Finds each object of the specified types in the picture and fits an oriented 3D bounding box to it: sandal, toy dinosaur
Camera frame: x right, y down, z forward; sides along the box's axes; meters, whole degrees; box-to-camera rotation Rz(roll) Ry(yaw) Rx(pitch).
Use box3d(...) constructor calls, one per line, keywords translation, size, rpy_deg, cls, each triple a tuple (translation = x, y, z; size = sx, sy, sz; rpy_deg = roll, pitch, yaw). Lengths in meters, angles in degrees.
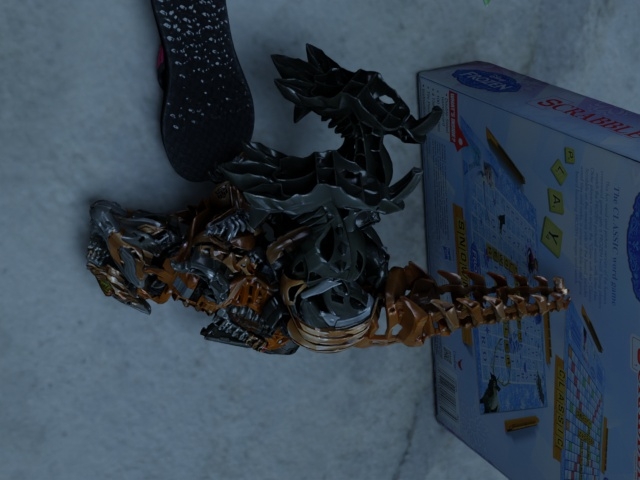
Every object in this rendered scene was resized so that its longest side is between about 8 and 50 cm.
box3d(translation=(-0.086, -0.125, 0.914), size=(0.067, 0.040, 0.179), rpy_deg=(-11, 122, -11), cls="sandal")
box3d(translation=(0.000, 0.000, 0.902), size=(0.322, 0.164, 0.218), rpy_deg=(-3, 130, -10), cls="toy dinosaur")

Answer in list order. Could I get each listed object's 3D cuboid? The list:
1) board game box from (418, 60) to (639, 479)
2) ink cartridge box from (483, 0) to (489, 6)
box3d(translation=(0.185, 0.055, 0.948), size=(0.066, 0.318, 0.318), rpy_deg=(-15, 115, -23), cls="board game box")
box3d(translation=(0.099, -0.260, 0.869), size=(0.109, 0.062, 0.209), rpy_deg=(61, 43, -40), cls="ink cartridge box")
